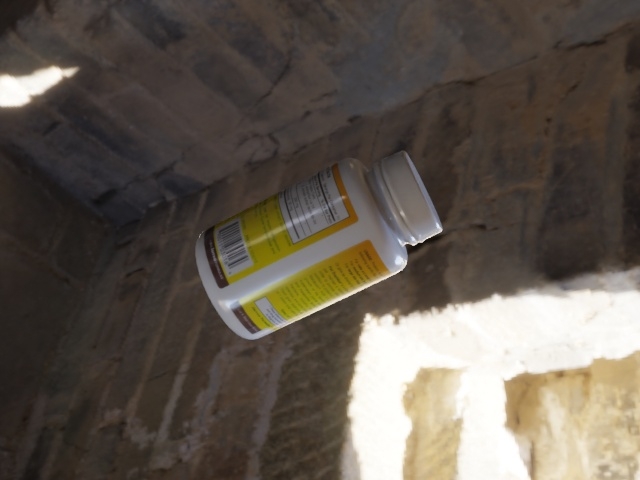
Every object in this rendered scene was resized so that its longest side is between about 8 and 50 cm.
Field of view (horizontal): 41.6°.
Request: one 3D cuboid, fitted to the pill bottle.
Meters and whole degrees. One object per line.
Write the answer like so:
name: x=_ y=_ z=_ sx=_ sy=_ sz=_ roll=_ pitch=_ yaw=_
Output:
pill bottle: x=0.000 y=0.000 z=0.790 sx=0.117 sy=0.215 sz=0.117 roll=60 pitch=11 yaw=-20
